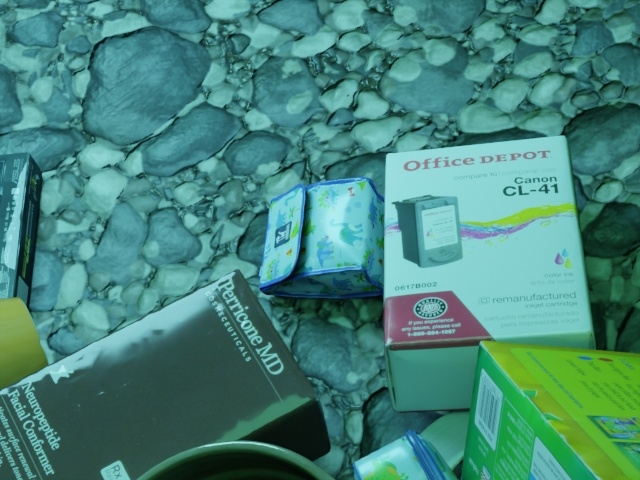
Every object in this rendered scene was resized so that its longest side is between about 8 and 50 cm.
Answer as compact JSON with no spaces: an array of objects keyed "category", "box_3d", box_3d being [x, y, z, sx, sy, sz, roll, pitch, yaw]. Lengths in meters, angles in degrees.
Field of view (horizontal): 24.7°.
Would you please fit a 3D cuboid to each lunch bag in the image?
[{"category":"lunch bag","box_3d":[0.000,0.000,1.772,0.151,0.096,0.128,-6,61,24]},{"category":"lunch bag","box_3d":[0.119,0.294,1.418,0.090,0.219,0.176,-30,57,0]}]

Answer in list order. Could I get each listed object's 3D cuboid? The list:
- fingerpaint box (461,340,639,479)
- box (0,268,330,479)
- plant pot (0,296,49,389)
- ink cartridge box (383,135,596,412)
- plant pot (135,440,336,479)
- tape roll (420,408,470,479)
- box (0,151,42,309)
[{"category":"fingerpaint box","box_3d":[0.354,0.232,1.293,0.371,0.445,0.163,5,100,-8]},{"category":"box","box_3d":[-0.201,0.212,1.527,0.381,0.143,0.191,-27,59,-13]},{"category":"plant pot","box_3d":[-0.423,0.155,1.714,0.188,0.205,0.205,-20,58,-18]},{"category":"ink cartridge box","box_3d":[0.186,0.036,1.649,0.226,0.131,0.306,-5,47,7]},{"category":"plant pot","box_3d":[-0.044,0.390,1.425,0.323,0.280,0.323,-9,63,19]},{"category":"tape roll","box_3d":[0.192,0.287,1.577,0.219,0.072,0.219,-5,61,8]},{"category":"box","box_3d":[-0.461,0.004,1.875,0.183,0.059,0.232,-5,61,8]}]
